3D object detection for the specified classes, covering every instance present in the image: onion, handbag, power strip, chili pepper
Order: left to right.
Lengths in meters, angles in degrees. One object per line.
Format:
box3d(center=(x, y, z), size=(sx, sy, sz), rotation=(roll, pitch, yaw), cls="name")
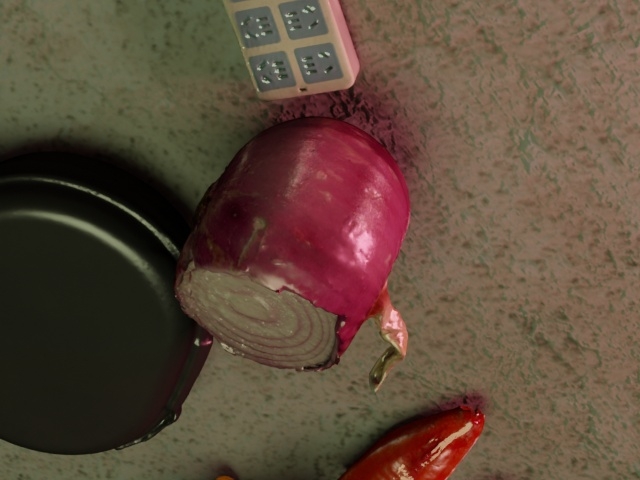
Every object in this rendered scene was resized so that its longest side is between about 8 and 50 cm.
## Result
box3d(center=(-0.218, 0.059, 1.508), size=(0.253, 0.093, 0.308), rotation=(23, 129, -4), cls="handbag")
box3d(center=(-0.032, -0.187, 1.302), size=(0.081, 0.035, 0.192), rotation=(-6, 126, 20), cls="power strip")
box3d(center=(-0.013, -0.005, 1.341), size=(0.200, 0.201, 0.207), rotation=(-2, 154, 17), cls="onion")
box3d(center=(0.087, 0.197, 1.549), size=(0.088, 0.065, 0.169), rotation=(40, 123, -4), cls="chili pepper")

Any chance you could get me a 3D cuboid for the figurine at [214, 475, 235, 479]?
box3d(center=(0.034, 0.366, 1.578), size=(0.338, 0.205, 0.283), rotation=(11, 158, 33), cls="figurine")
